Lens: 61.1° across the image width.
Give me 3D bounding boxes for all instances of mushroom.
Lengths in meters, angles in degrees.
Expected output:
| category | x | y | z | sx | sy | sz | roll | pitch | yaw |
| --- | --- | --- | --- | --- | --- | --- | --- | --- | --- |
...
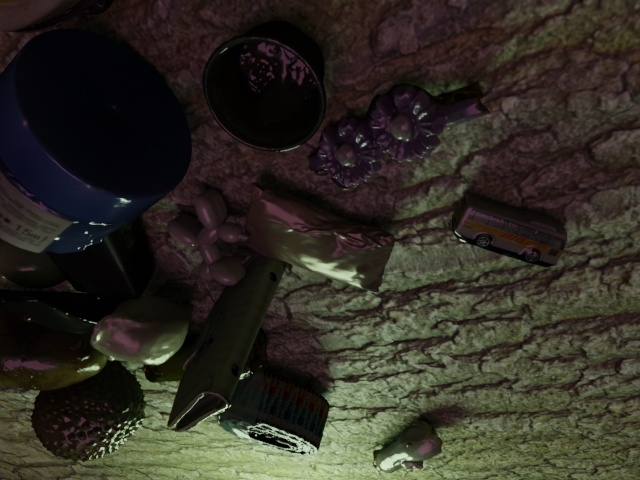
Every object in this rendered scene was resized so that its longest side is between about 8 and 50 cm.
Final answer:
| category | x | y | z | sx | sy | sz | roll | pitch | yaw |
| --- | --- | --- | --- | --- | --- | --- | --- | --- | --- |
| mushroom | 0.213 | 0.534 | 1.382 | 0.099 | 0.096 | 0.278 | 48 | 133 | 10 |

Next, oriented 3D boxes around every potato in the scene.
| category | x | y | z | sx | sy | sz | roll | pitch | yaw |
| --- | --- | --- | --- | --- | --- | --- | --- | --- | --- |
| potato | -0.644 | 0.237 | 1.239 | 0.307 | 0.210 | 0.173 | 12 | 158 | -7 |

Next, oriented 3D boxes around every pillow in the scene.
| category | x | y | z | sx | sy | sz | roll | pitch | yaw |
| --- | --- | --- | --- | --- | --- | --- | --- | --- | --- |
| pillow | 0.000 | 0.000 | 0.922 | 0.270 | 0.067 | 0.173 | 19 | 141 | -4 |

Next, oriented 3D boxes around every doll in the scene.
| category | x | y | z | sx | sy | sz | roll | pitch | yaw |
| --- | --- | --- | --- | --- | --- | --- | --- | --- | --- |
| doll | -0.190 | 0.008 | 0.958 | 0.161 | 0.059 | 0.160 | -35 | 96 | 37 |

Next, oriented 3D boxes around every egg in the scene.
| category | x | y | z | sx | sy | sz | roll | pitch | yaw |
| --- | --- | --- | --- | --- | --- | --- | --- | --- | --- |
| egg | -0.563 | 0.038 | 1.075 | 0.152 | 0.114 | 0.114 | 18 | 136 | 0 |

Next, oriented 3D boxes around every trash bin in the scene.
| category | x | y | z | sx | sy | sz | roll | pitch | yaw |
| --- | --- | --- | --- | --- | --- | --- | --- | --- | --- |
| trash bin | -0.417 | 0.000 | 1.001 | 0.165 | 0.115 | 0.226 | 6 | 137 | 10 |

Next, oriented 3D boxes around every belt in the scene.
| category | x | y | z | sx | sy | sz | roll | pitch | yaw |
| --- | --- | --- | --- | --- | --- | --- | --- | --- | --- |
| belt | -0.113 | 0.417 | 1.310 | 0.257 | 0.150 | 0.207 | 19 | 145 | -3 |

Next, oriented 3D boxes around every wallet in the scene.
| category | x | y | z | sx | sy | sz | roll | pitch | yaw |
| --- | --- | --- | --- | --- | --- | --- | --- | --- | --- |
| wallet | -0.169 | 0.177 | 0.969 | 0.077 | 0.310 | 0.223 | 37 | 133 | -16 |

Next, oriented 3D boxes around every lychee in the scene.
| category | x | y | z | sx | sy | sz | roll | pitch | yaw |
| --- | --- | --- | --- | --- | --- | --- | --- | --- | --- |
| lychee | -0.571 | 0.416 | 1.349 | 0.274 | 0.255 | 0.255 | -10 | 133 | 46 |

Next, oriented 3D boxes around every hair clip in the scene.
| category | x | y | z | sx | sy | sz | roll | pitch | yaw |
| --- | --- | --- | --- | --- | --- | --- | --- | --- | --- |
| hair clip | 0.089 | -0.148 | 0.754 | 0.292 | 0.084 | 0.106 | -19 | 109 | 36 |

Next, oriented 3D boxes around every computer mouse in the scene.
| category | x | y | z | sx | sy | sz | roll | pitch | yaw |
| --- | --- | --- | --- | --- | --- | --- | --- | --- | --- |
| computer mouse | -0.518 | 0.144 | 1.096 | 0.168 | 0.087 | 0.295 | 0 | 171 | 27 |

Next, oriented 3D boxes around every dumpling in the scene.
| category | x | y | z | sx | sy | sz | roll | pitch | yaw |
| --- | --- | --- | --- | --- | --- | --- | --- | --- | --- |
| dumpling | -0.355 | 0.186 | 1.095 | 0.132 | 0.250 | 0.162 | 39 | 103 | 27 |

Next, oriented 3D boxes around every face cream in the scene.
| category | x | y | z | sx | sy | sz | roll | pitch | yaw |
| --- | --- | --- | --- | --- | --- | --- | --- | --- | --- |
| face cream | -0.344 | -0.126 | 0.759 | 0.225 | 0.249 | 0.249 | -24 | 124 | 35 |

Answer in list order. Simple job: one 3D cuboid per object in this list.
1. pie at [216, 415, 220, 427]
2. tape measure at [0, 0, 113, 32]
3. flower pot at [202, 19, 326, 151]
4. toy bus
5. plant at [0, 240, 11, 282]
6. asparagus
| category | x | y | z | sx | sy | sz | roll | pitch | yaw |
| --- | --- | --- | --- | --- | --- | --- | --- | --- | --- |
| pie | -0.254 | 0.513 | 1.531 | 0.084 | 0.021 | 0.084 | 6 | 131 | 7 |
| tape measure | -0.369 | -0.354 | 0.630 | 0.271 | 0.133 | 0.232 | -11 | 123 | 26 |
| flower pot | -0.060 | -0.208 | 0.704 | 0.157 | 0.107 | 0.158 | 8 | 133 | 9 |
| toy bus | 0.291 | -0.016 | 0.836 | 0.171 | 0.057 | 0.072 | 17 | 127 | -2 |
| plant | -0.664 | 0.027 | 1.137 | 0.122 | 0.104 | 0.116 | -45 | 152 | 13 |
| asparagus | -0.290 | 0.268 | 1.232 | 0.381 | 0.128 | 0.108 | -10 | 97 | 25 |
